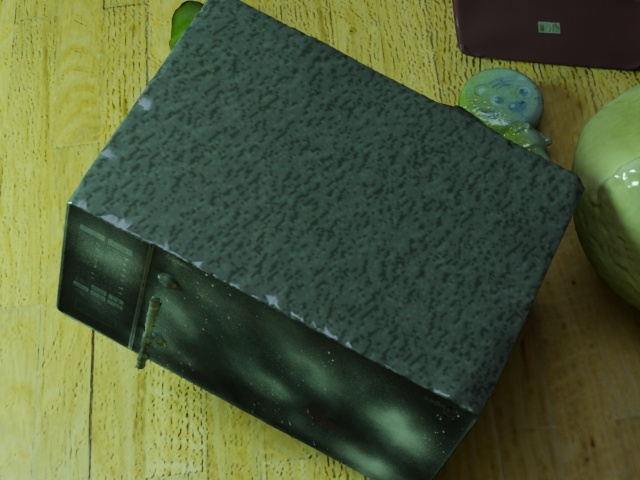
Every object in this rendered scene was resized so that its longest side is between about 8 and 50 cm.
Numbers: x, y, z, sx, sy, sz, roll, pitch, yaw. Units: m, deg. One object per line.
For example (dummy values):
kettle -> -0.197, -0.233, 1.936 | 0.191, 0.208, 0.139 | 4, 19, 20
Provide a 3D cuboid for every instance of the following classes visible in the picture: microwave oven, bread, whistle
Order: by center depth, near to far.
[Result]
microwave oven -> 0.000, 0.000, 1.561 | 0.432, 0.236, 0.374 | 27, 58, 3
bread -> 0.430, -0.049, 1.618 | 0.320, 0.237, 0.320 | -8, 26, 4
whistle -> 0.236, -0.125, 1.826 | 0.104, 0.057, 0.198 | -18, 59, -12

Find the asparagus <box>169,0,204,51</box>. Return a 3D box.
asparagus -> -0.114, -0.169, 1.894 | 0.082, 0.085, 0.343 | -22, 53, -4

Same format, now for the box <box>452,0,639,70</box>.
box -> 0.298, -0.326, 1.892 | 0.294, 0.193, 0.167 | 7, 62, 13
